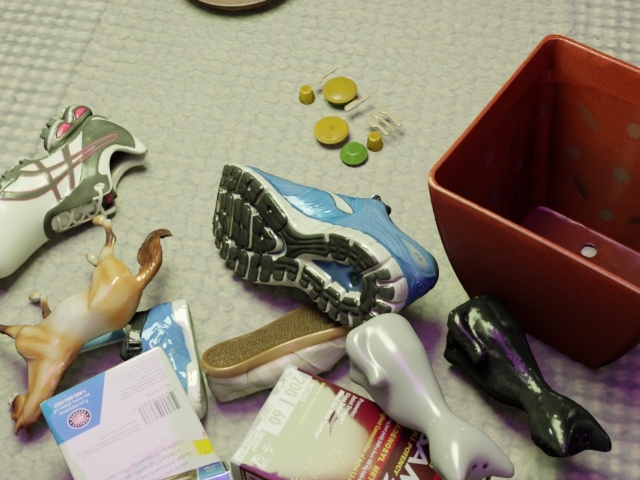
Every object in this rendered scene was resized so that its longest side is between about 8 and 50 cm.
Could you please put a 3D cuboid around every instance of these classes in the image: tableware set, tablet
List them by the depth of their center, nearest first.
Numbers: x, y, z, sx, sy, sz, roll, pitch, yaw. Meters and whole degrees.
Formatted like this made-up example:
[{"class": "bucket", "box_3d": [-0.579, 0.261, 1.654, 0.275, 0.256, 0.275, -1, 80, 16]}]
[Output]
[{"class": "tablet", "box_3d": [-0.272, 0.106, 1.178, 0.083, 0.006, 0.054, -17, 55, -9]}, {"class": "tableware set", "box_3d": [0.029, -0.167, 1.361, 0.104, 0.024, 0.154, -36, 61, -18]}]

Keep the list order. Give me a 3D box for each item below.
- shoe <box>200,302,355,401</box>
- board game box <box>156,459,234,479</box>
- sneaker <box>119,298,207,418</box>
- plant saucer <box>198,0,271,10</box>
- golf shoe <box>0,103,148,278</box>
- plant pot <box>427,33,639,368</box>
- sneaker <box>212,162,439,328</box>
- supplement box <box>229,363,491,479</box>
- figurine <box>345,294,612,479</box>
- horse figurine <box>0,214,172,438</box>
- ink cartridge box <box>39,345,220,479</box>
[{"class": "shoe", "box_3d": [-0.028, 0.122, 1.132, 0.219, 0.058, 0.076, -18, 26, -16]}, {"class": "board game box", "box_3d": [-0.186, 0.345, 0.856, 0.291, 0.141, 0.232, -16, 84, -9]}, {"class": "sneaker", "box_3d": [-0.177, 0.139, 1.118, 0.084, 0.058, 0.152, -13, 57, -5]}, {"class": "plant saucer", "box_3d": [-0.126, -0.413, 1.539, 0.198, 0.036, 0.199, -2, 54, 2]}, {"class": "golf shoe", "box_3d": [-0.322, -0.056, 1.243, 0.120, 0.105, 0.273, 22, 57, 9]}, {"class": "plant pot", "box_3d": [0.290, -0.020, 1.107, 0.267, 0.236, 0.267, 30, 61, 22]}, {"class": "sneaker", "box_3d": [0.000, 0.000, 1.188, 0.330, 0.130, 0.147, 31, 27, 36]}, {"class": "supplement box", "box_3d": [0.043, 0.237, 1.027, 0.239, 0.073, 0.130, 22, 57, 16]}, {"class": "figurine", "box_3d": [0.156, 0.158, 1.010, 0.215, 0.092, 0.209, -7, 38, -32]}, {"class": "horse figurine", "box_3d": [-0.273, 0.076, 1.138, 0.263, 0.066, 0.174, -39, 44, -5]}, {"class": "ink cartridge box", "box_3d": [-0.168, 0.240, 1.004, 0.134, 0.078, 0.231, -25, 78, -15]}]
